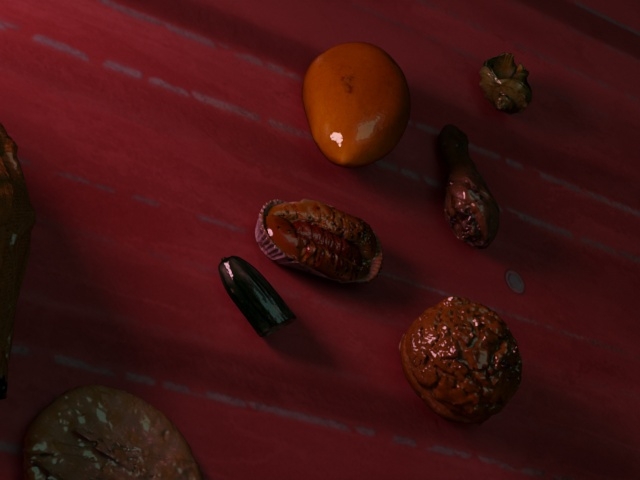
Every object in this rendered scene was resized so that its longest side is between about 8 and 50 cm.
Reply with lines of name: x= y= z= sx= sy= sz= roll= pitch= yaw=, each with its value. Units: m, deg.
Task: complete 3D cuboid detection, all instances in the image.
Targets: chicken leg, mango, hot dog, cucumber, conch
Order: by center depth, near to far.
cucumber: x=-0.077 y=0.061 z=1.731 sx=0.105 sy=0.048 sz=0.048 roll=51 pitch=40 yaw=4
hot dog: x=0.000 y=0.000 z=1.840 sx=0.192 sy=0.053 sz=0.099 roll=17 pitch=49 yaw=-38
mango: x=0.046 y=-0.174 z=1.968 sx=0.141 sy=0.102 sz=0.217 roll=31 pitch=43 yaw=-16
chicken leg: x=0.194 y=-0.081 z=2.074 sx=0.085 sy=0.069 sz=0.198 roll=21 pitch=43 yaw=-35
conch: x=0.270 y=-0.232 z=2.240 sx=0.089 sy=0.074 sz=0.121 roll=47 pitch=44 yaw=-24

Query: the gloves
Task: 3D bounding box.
gloves: x=-0.349 y=-0.017 z=1.428 sx=0.203 sy=0.155 sz=0.356 roll=40 pitch=28 yaw=-59

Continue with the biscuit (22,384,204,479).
biscuit: x=-0.196 y=0.242 z=1.500 sx=0.220 sy=0.033 sz=0.220 roll=24 pitch=49 yaw=-31

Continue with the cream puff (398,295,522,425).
cream puff: x=0.177 y=0.141 z=1.861 sx=0.165 sy=0.115 sz=0.150 roll=9 pitch=61 yaw=-41
